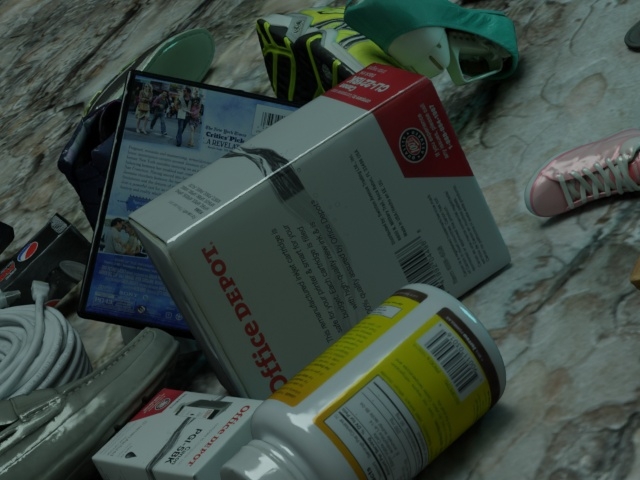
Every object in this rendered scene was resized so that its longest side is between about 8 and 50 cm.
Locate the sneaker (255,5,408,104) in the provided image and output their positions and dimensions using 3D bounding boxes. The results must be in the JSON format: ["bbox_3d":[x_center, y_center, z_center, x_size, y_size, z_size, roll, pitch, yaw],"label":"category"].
[{"bbox_3d":[0.048,-0.197,1.815,0.147,0.145,0.384,-21,30,-13],"label":"sneaker"}]

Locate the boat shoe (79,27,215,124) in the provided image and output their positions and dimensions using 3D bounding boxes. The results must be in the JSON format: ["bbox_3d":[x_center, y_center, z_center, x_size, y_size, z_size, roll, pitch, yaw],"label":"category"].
[{"bbox_3d":[-0.235,-0.214,2.185,0.069,0.081,0.228,8,44,45],"label":"boat shoe"}]

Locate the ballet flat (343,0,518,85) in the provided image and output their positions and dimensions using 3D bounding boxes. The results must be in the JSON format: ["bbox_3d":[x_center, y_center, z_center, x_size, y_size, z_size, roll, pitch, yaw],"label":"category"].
[{"bbox_3d":[0.130,-0.210,1.712,0.247,0.087,0.083,2,-26,-45],"label":"ballet flat"}]

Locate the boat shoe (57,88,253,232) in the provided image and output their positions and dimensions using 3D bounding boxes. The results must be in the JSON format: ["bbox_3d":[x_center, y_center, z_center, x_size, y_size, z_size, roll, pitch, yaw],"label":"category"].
[{"bbox_3d":[-0.171,-0.119,1.848,0.127,0.158,0.340,-11,29,30],"label":"boat shoe"}]

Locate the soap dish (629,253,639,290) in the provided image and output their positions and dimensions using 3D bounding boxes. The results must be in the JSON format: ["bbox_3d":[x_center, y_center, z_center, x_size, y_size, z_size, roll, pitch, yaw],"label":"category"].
[{"bbox_3d":[0.398,-0.032,1.179,0.291,0.118,0.229,-7,32,35],"label":"soap dish"}]

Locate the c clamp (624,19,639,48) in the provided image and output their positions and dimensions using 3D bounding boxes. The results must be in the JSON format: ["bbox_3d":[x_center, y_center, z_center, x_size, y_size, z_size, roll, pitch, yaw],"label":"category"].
[{"bbox_3d":[0.391,-0.241,1.700,0.137,0.022,0.161,-36,26,-19],"label":"c clamp"}]

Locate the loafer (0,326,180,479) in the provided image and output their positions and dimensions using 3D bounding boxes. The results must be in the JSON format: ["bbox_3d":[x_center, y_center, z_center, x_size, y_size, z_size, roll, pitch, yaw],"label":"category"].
[{"bbox_3d":[-0.249,0.173,1.391,0.319,0.111,0.112,-43,-11,-32],"label":"loafer"}]

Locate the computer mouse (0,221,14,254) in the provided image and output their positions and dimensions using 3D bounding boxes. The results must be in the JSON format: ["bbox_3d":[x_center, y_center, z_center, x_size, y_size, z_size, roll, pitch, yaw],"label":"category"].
[{"bbox_3d":[-0.440,0.045,1.842,0.188,0.072,0.272,-41,11,32],"label":"computer mouse"}]

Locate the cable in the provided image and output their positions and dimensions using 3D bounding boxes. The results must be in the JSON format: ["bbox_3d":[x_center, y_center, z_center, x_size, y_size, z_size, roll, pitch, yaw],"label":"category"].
[{"bbox_3d":[-0.344,0.157,1.553,0.257,0.089,0.257,-28,25,-9],"label":"cable"}]

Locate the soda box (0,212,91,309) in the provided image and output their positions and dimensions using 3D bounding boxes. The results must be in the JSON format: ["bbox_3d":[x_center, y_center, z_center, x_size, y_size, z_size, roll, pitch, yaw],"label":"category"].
[{"bbox_3d":[-0.318,0.053,1.741,0.169,0.060,0.053,-45,28,-8],"label":"soda box"}]

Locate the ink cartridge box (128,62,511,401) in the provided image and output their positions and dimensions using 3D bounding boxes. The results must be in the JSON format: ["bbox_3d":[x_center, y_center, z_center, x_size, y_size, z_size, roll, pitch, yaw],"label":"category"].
[{"bbox_3d":[0.000,0.000,1.409,0.273,0.197,0.114,-33,24,-15],"label":"ink cartridge box"}]

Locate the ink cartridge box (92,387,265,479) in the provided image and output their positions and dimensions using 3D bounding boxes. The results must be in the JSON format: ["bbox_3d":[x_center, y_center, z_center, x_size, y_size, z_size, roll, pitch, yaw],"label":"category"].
[{"bbox_3d":[-0.107,0.177,1.338,0.135,0.056,0.099,0,35,45],"label":"ink cartridge box"}]

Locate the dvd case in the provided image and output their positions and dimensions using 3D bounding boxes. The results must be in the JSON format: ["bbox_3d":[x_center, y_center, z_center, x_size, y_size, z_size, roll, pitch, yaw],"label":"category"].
[{"bbox_3d":[-0.116,-0.031,1.520,0.180,0.022,0.253,11,70,-5],"label":"dvd case"}]

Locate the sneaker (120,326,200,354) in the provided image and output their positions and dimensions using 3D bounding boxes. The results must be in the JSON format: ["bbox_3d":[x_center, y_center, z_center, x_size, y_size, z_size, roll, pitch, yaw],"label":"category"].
[{"bbox_3d":[-0.142,0.052,1.597,0.115,0.090,0.232,-18,17,33],"label":"sneaker"}]

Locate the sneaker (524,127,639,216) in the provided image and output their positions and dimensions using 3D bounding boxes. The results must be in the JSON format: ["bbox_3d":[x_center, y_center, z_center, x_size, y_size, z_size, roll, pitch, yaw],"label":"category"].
[{"bbox_3d":[0.252,-0.060,1.452,0.134,0.051,0.070,-27,19,-11],"label":"sneaker"}]

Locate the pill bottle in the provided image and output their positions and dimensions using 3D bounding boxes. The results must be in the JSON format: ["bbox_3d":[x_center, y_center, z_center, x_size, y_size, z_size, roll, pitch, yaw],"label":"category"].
[{"bbox_3d":[0.030,0.136,1.213,0.215,0.117,0.117,-38,27,-24],"label":"pill bottle"}]
